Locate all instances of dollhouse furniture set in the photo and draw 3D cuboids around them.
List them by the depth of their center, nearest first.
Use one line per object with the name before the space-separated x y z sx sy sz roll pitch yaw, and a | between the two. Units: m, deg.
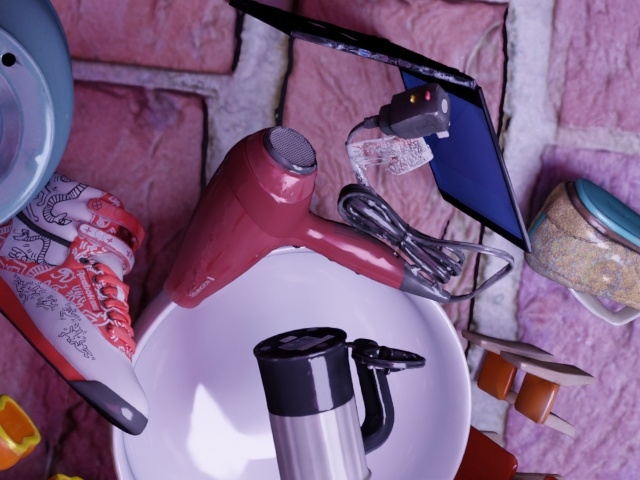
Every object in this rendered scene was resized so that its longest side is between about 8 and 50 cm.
dollhouse furniture set | 0.164 0.238 1.695 0.135 0.259 0.262 16 97 -29

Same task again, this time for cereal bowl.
cereal bowl | -0.039 0.148 1.678 0.339 0.141 0.339 -4 105 -15

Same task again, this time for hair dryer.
hair dryer | 0.000 0.000 1.493 0.293 0.080 0.224 -12 122 15

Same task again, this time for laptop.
laptop | 0.049 -0.108 1.589 0.264 0.234 0.137 14 99 -19

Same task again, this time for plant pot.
plant pot | -0.326 -0.113 1.473 0.271 0.255 0.272 -4 105 -14

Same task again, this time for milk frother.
milk frother | 0.024 0.150 1.546 0.129 0.143 0.135 -16 105 -19

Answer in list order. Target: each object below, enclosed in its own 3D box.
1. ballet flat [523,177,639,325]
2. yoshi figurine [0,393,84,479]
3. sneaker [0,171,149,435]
ballet flat | 0.350 0.055 1.788 0.348 0.123 0.123 28 95 -20
yoshi figurine | -0.366 0.316 1.620 0.362 0.203 0.203 -43 128 1
sneaker | -0.198 0.043 1.556 0.145 0.270 0.090 -44 142 -9
